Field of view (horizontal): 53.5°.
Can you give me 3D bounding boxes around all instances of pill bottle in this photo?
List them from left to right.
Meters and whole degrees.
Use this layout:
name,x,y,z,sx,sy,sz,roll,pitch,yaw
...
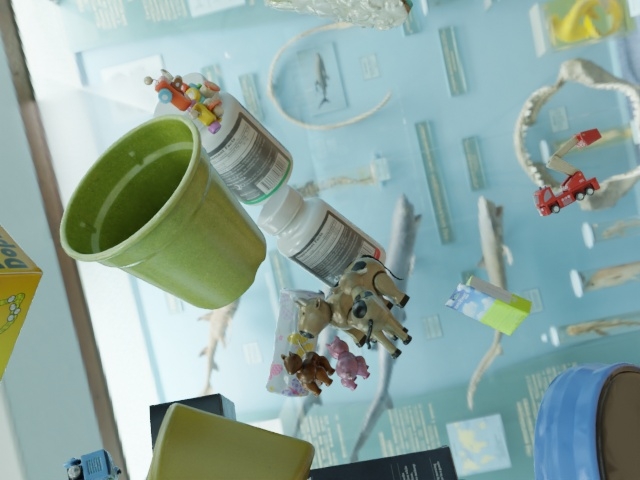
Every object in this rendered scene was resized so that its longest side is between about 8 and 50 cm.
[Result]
name,x,y,z,sx,sy,sz,roll,pitch,yaw
pill bottle,-0.252,-0.263,1.686,0.361,0.204,0.204,42,-150,-42
pill bottle,0.000,0.000,1.634,0.318,0.176,0.176,37,-157,-20

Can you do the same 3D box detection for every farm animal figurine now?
name,x,y,z,sx,sy,sz,roll,pitch,yaw
farm animal figurine,0.050,0.139,1.245,0.172,0.330,0.327,45,-136,-5

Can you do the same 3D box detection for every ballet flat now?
name,x,y,z,sx,sy,sz,roll,pitch,yaw
ballet flat,-0.063,-0.401,0.868,0.409,0.147,0.147,42,-173,0

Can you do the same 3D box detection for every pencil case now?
name,x,y,z,sx,sy,sz,roll,pitch,yaw
pencil case,-0.064,0.251,1.577,0.124,0.113,0.273,177,102,-71

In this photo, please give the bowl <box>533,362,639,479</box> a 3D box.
name,x,y,z,sx,sy,sz,roll,pitch,yaw
bowl,0.422,0.344,0.808,0.391,0.077,0.391,22,-127,-33

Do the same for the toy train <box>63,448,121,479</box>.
name,x,y,z,sx,sy,sz,roll,pitch,yaw
toy train,-0.524,0.543,1.470,0.184,0.105,0.080,98,155,-59

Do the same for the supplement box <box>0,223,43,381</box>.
name,x,y,z,sx,sy,sz,roll,pitch,yaw
supplement box,-0.590,0.141,0.922,0.194,0.356,0.195,38,-160,27

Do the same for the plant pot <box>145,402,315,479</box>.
name,x,y,z,sx,sy,sz,roll,pitch,yaw
plant pot,-0.138,0.355,0.789,0.187,0.212,0.212,-41,-33,-87

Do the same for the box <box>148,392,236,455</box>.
name,x,y,z,sx,sy,sz,roll,pitch,yaw
box,-0.265,0.403,1.364,0.207,0.153,0.108,90,170,-70

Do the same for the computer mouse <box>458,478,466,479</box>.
name,x,y,z,sx,sy,sz,roll,pitch,yaw
computer mouse,0.261,0.664,1.426,0.060,0.262,0.184,43,-175,-29

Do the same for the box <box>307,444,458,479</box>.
name,x,y,z,sx,sy,sz,roll,pitch,yaw
box,0.131,0.608,1.208,0.179,0.312,0.343,82,180,-50

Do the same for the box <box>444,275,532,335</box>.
name,x,y,z,sx,sy,sz,roll,pitch,yaw
box,0.408,0.156,1.552,0.109,0.178,0.042,109,-172,-49

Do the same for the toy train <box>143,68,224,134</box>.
name,x,y,z,sx,sy,sz,roll,pitch,yaw
toy train,-0.188,-0.218,0.922,0.125,0.046,0.166,38,-166,-23

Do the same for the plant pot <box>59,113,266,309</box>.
name,x,y,z,sx,sy,sz,roll,pitch,yaw
plant pot,-0.229,-0.021,1.045,0.254,0.276,0.276,46,-154,-42

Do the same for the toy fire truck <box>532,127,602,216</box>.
name,x,y,z,sx,sy,sz,roll,pitch,yaw
toy fire truck,0.547,-0.151,1.410,0.135,0.192,0.047,63,177,-2
